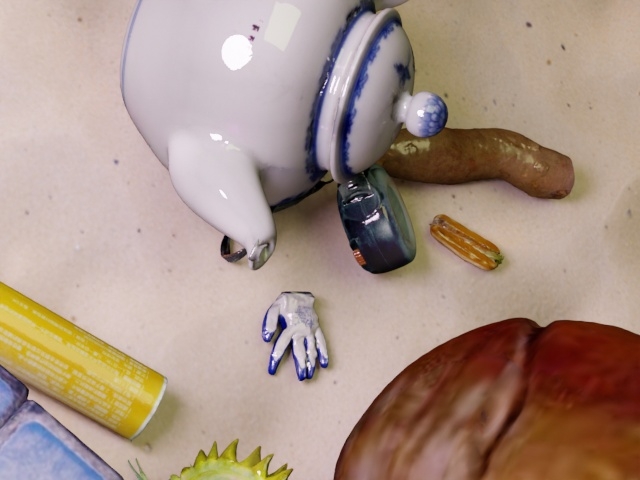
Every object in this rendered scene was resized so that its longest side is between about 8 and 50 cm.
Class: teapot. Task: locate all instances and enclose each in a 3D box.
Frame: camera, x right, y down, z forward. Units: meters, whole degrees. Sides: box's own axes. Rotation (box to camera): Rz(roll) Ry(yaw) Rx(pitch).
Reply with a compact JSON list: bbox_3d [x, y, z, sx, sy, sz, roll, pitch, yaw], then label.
[{"bbox_3d":[-0.021,-0.146,1.462,0.280,0.252,0.424,18,54,13],"label":"teapot"}]

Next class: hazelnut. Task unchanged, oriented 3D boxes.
[{"bbox_3d":[0.194,0.223,1.364,0.372,0.372,0.315,-2,90,-30],"label":"hazelnut"}]

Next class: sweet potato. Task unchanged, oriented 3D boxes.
[{"bbox_3d":[0.126,-0.086,1.653,0.281,0.059,0.067,6,54,-28],"label":"sweet potato"}]

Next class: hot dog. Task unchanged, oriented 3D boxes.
[{"bbox_3d":[0.142,0.004,1.640,0.083,0.021,0.037,34,44,-9],"label":"hot dog"}]

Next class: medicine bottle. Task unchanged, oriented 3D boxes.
[{"bbox_3d":[-0.232,0.085,1.356,0.218,0.074,0.074,31,54,-13],"label":"medicine bottle"}]

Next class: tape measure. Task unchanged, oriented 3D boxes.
[{"bbox_3d":[-0.001,-0.001,1.554,0.180,0.104,0.107,-23,103,-3],"label":"tape measure"}]

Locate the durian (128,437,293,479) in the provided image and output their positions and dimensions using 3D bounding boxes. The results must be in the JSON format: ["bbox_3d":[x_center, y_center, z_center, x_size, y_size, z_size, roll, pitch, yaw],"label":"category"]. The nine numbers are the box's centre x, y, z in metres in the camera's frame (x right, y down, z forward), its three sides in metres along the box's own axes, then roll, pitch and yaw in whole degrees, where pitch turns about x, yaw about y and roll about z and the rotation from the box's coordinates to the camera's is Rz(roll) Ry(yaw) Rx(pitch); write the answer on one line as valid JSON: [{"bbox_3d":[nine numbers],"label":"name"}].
[{"bbox_3d":[-0.059,0.322,1.284,0.169,0.157,0.355,1,64,-10],"label":"durian"}]

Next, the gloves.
[{"bbox_3d":[-0.025,0.086,1.501,0.064,0.026,0.086,-1,71,-28],"label":"gloves"}]

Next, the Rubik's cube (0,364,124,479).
[{"bbox_3d":[-0.326,0.259,1.044,0.337,0.344,0.344,42,52,-4],"label":"Rubik's cube"}]
